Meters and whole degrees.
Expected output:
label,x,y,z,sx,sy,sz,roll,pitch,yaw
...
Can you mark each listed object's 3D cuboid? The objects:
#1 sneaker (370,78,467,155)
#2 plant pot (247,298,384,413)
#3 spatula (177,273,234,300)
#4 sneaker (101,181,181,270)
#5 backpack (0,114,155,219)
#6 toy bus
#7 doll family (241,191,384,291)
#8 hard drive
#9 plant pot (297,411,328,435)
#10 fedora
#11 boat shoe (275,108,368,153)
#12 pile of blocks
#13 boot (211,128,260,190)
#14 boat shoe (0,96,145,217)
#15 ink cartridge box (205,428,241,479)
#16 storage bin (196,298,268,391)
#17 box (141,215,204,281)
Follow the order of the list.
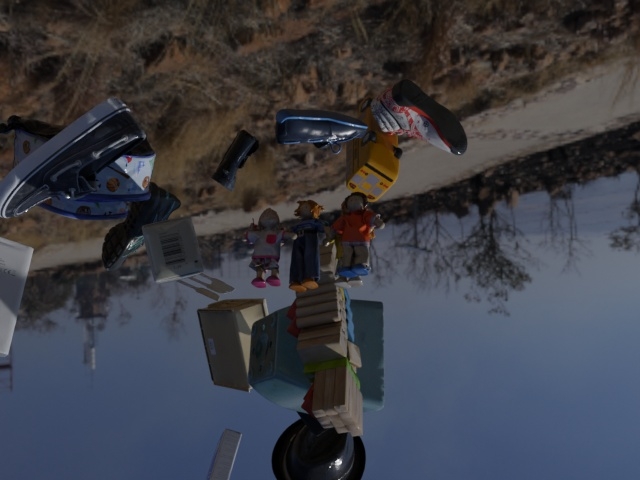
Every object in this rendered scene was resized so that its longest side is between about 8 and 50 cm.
label,x,y,z,sx,sy,sz,roll,pitch,yaw
sneaker,0.256,-0.307,1.603,0.270,0.090,0.145,35,152,-24
plant pot,-0.025,0.263,1.401,0.252,0.247,0.248,15,154,-27
spatula,-0.435,0.143,2.139,0.241,0.019,0.168,22,-161,10
sneaker,-0.452,-0.021,1.524,0.106,0.267,0.101,20,-153,-47
backpack,-0.489,-0.153,1.283,0.263,0.213,0.276,15,-162,38
toy bus,0.143,-0.264,1.680,0.108,0.333,0.130,29,127,-21
doll family,0.000,0.000,1.033,0.262,0.163,0.118,-8,156,26
hard drive,-0.872,0.126,1.554,0.040,0.308,0.203,-27,142,37
plant pot,0.003,0.401,1.723,0.187,0.167,0.188,-41,-163,24
fedora,0.007,0.679,1.975,0.333,0.153,0.334,7,-137,-7
boat shoe,-0.004,-0.272,1.506,0.258,0.089,0.109,0,-152,-28
pile of blocks,0.000,0.186,1.151,0.112,0.362,0.149,-13,154,15
boot,-0.296,-0.283,2.144,0.094,0.207,0.246,34,179,-6
boat shoe,-0.441,-0.121,1.071,0.301,0.102,0.108,-38,-177,0
ink cartridge box,-0.226,0.520,1.280,0.045,0.208,0.206,20,151,-4
storage bin,-0.269,0.329,1.940,0.123,0.263,0.260,-14,-176,-38
box,-0.299,0.026,1.225,0.094,0.113,0.275,-13,177,-15
